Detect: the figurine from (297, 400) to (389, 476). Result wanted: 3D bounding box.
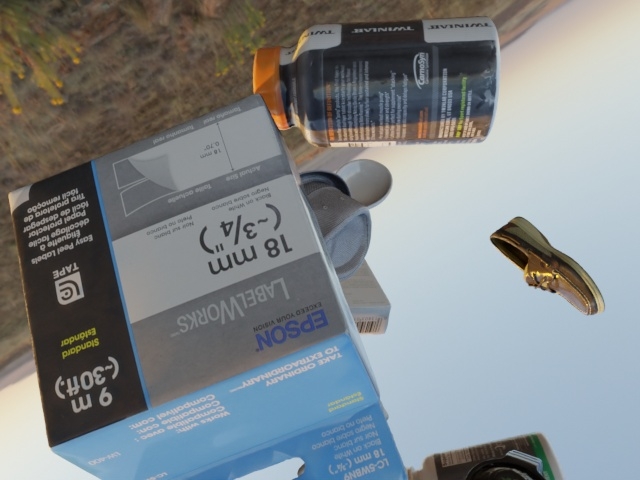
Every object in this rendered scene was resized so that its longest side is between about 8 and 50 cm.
[{"bbox_3d":[0.005,0.308,0.932,0.092,0.215,0.209,-24,-172,41],"label":"figurine"}]

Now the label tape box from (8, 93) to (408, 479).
[{"bbox_3d":[-0.097,0.074,0.448,0.240,0.334,0.106,-22,160,2],"label":"label tape box"}]

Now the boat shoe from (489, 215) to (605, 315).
[{"bbox_3d":[0.251,0.034,0.606,0.049,0.056,0.152,-28,-138,-4],"label":"boat shoe"}]

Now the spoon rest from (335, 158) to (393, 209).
[{"bbox_3d":[0.056,-0.072,1.173,0.276,0.137,0.084,-57,156,-18],"label":"spoon rest"}]

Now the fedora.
[{"bbox_3d":[0.000,0.000,0.987,0.124,0.244,0.275,24,-149,36],"label":"fedora"}]

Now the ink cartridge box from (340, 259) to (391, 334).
[{"bbox_3d":[-0.039,0.082,1.307,0.308,0.091,0.385,0,-150,-17],"label":"ink cartridge box"}]

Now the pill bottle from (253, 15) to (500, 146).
[{"bbox_3d":[0.055,-0.166,0.576,0.245,0.131,0.130,0,-169,5],"label":"pill bottle"}]

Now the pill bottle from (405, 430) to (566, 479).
[{"bbox_3d":[0.340,0.556,1.168,0.361,0.204,0.204,-17,-171,10],"label":"pill bottle"}]

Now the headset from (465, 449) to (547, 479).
[{"bbox_3d":[0.290,0.464,0.782,0.185,0.244,0.394,10,-179,32],"label":"headset"}]
